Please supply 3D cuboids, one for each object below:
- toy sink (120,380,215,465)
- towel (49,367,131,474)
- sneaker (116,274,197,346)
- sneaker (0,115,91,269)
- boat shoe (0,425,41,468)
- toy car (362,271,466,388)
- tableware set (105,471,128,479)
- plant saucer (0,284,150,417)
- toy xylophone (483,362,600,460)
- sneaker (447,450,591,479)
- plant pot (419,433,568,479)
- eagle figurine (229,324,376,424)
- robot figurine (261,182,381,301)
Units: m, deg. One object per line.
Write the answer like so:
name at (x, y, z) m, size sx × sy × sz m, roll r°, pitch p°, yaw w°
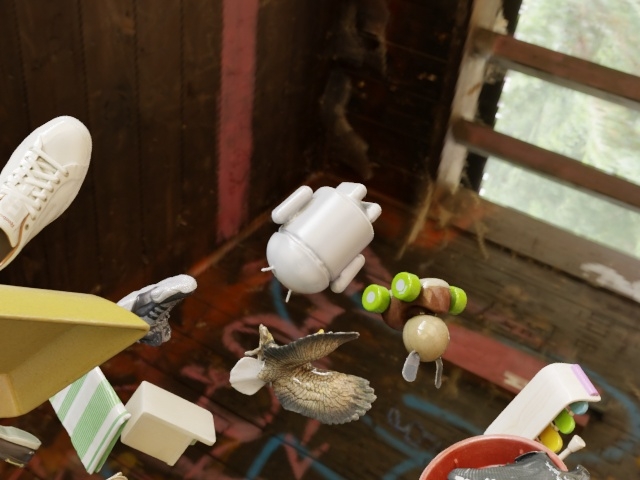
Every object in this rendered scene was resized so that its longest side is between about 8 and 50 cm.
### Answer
toy sink at (-0.434, 0.531, 2.398) m, size 0.131 × 0.234 × 0.153 m, roll -54°, pitch 24°, yaw 14°
towel at (-0.622, 0.414, 2.225) m, size 0.038 × 0.325 × 0.248 m, roll -3°, pitch -45°, yaw -48°
sneaker at (-0.424, 0.195, 2.298) m, size 0.153 × 0.268 × 0.101 m, roll 64°, pitch -154°, yaw -13°
sneaker at (-0.411, -0.052, 1.183) m, size 0.290 × 0.106 × 0.123 m, roll -58°, pitch 20°, yaw -12°
boat shoe at (-0.703, 0.414, 1.775) m, size 0.227 × 0.081 × 0.069 m, roll 31°, pitch -95°, yaw -30°
toy car at (0.177, 0.172, 1.539) m, size 0.155 × 0.149 × 0.188 m, roll 17°, pitch -120°, yaw -37°
tableware set at (-0.436, 0.549, 1.733) m, size 0.141 × 0.020 × 0.169 m, roll -36°, pitch -45°, yaw -12°
plant saucer at (-0.471, 0.155, 1.202) m, size 0.333 × 0.081 × 0.332 m, roll -33°, pitch -25°, yaw 26°
toy xylophone at (0.488, 0.432, 1.893) m, size 0.081 × 0.236 × 0.323 m, roll 23°, pitch -57°, yaw -27°
sneaker at (0.311, 0.371, 1.304) m, size 0.078 × 0.234 × 0.106 m, roll 57°, pitch -130°, yaw -34°
plant pot at (0.330, 0.543, 1.531) m, size 0.272 × 0.272 × 0.265 m, roll -45°, pitch -50°, yaw -39°
eagle figurine at (-0.041, 0.291, 1.985) m, size 0.226 × 0.298 × 0.225 m, roll 25°, pitch -98°, yaw -44°
robot figurine at (0.000, 0.000, 2.245) m, size 0.353 × 0.200 × 0.300 m, roll -45°, pitch -70°, yaw -15°
